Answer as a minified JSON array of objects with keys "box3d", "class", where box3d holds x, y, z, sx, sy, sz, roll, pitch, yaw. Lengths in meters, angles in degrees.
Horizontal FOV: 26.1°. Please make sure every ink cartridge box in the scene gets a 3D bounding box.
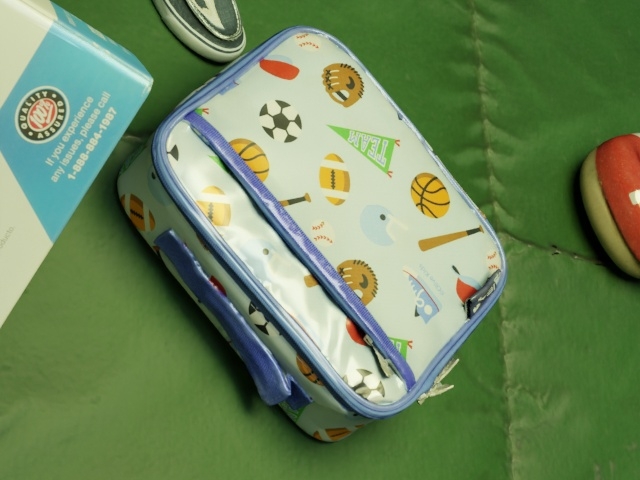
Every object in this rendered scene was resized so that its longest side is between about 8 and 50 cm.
[{"box3d":[-0.294,-0.094,0.834,0.307,0.129,0.223,31,98,-20],"class":"ink cartridge box"}]

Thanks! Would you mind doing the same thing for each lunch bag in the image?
[{"box3d":[0.000,0.000,1.085,0.303,0.115,0.243,50,51,-4],"class":"lunch bag"}]

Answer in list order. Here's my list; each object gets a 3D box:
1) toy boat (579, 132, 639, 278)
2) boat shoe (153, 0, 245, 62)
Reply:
[{"box3d":[0.368,-0.052,1.347,0.231,0.151,0.151,-12,75,-39],"class":"toy boat"},{"box3d":[-0.107,-0.240,1.139,0.065,0.083,0.183,-31,88,-41],"class":"boat shoe"}]
